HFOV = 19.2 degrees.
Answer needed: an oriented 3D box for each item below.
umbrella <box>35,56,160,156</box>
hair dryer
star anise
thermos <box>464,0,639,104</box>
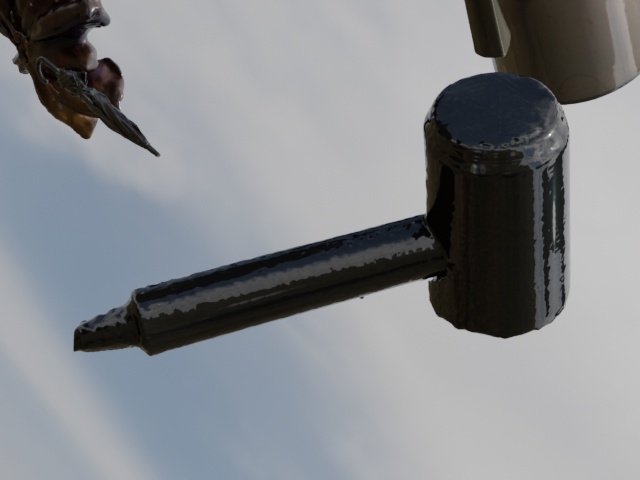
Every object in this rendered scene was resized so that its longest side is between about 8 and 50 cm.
[{"bbox_3d":[-0.132,-0.081,1.115,0.122,0.013,0.022,34,-51,36],"label":"umbrella"},{"bbox_3d":[0.000,0.001,0.895,0.071,0.248,0.114,-114,-166,-50],"label":"hair dryer"},{"bbox_3d":[-0.182,-0.141,1.279,0.168,0.057,0.168,37,-41,42],"label":"star anise"},{"bbox_3d":[0.128,-0.176,1.129,0.105,0.137,0.193,18,-37,35],"label":"thermos"}]
